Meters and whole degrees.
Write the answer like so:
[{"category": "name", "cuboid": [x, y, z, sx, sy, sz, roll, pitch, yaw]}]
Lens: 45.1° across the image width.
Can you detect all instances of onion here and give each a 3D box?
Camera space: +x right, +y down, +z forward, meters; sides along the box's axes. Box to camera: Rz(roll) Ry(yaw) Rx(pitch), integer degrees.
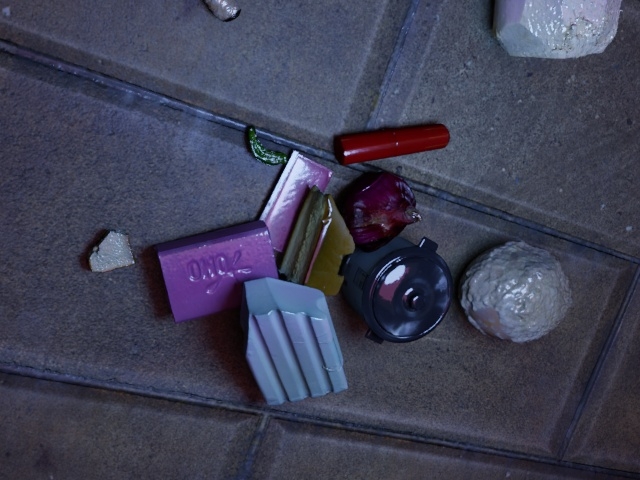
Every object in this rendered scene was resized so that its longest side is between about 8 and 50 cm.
[{"category": "onion", "cuboid": [0.149, -0.075, 1.802, 0.195, 0.218, 0.139, -42, 112, -19]}]

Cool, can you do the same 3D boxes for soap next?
[{"category": "soap", "cuboid": [-0.071, 0.231, 1.776, 0.208, 0.115, 0.346, -13, 135, 3]}, {"category": "soap", "cuboid": [-0.232, 0.070, 1.755, 0.260, 0.081, 0.181, -13, 110, -12]}]

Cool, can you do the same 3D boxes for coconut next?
[{"category": "coconut", "cuboid": [0.551, -0.585, 1.783, 0.298, 0.297, 0.309, -9, 111, -19]}]

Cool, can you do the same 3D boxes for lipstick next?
[{"category": "lipstick", "cuboid": [0.173, -0.234, 1.850, 0.280, 0.073, 0.073, -10, 109, -19]}]

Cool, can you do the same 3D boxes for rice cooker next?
[{"category": "rice cooker", "cuboid": [0.186, 0.114, 1.869, 0.241, 0.227, 0.280, 31, 92, -26]}]

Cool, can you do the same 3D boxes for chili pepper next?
[{"category": "chili pepper", "cuboid": [-0.130, -0.205, 1.758, 0.118, 0.035, 0.055, 39, 76, -17]}]

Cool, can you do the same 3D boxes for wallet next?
[{"category": "wallet", "cuboid": [-0.068, -0.086, 1.820, 0.119, 0.025, 0.232, 26, 95, -26]}]

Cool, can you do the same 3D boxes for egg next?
[{"category": "egg", "cuboid": [0.498, 0.135, 1.987, 0.311, 0.279, 0.279, -1, 106, -35]}]

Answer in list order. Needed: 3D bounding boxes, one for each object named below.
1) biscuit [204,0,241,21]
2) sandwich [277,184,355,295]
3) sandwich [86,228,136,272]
[{"category": "biscuit", "cuboid": [-0.249, -0.547, 1.597, 0.219, 0.061, 0.055, 52, 38, -27]}, {"category": "sandwich", "cuboid": [0.000, 0.000, 1.801, 0.128, 0.122, 0.235, 9, 106, -46]}, {"category": "sandwich", "cuboid": [-0.463, 0.023, 1.687, 0.105, 0.036, 0.093, -19, 112, -14]}]
